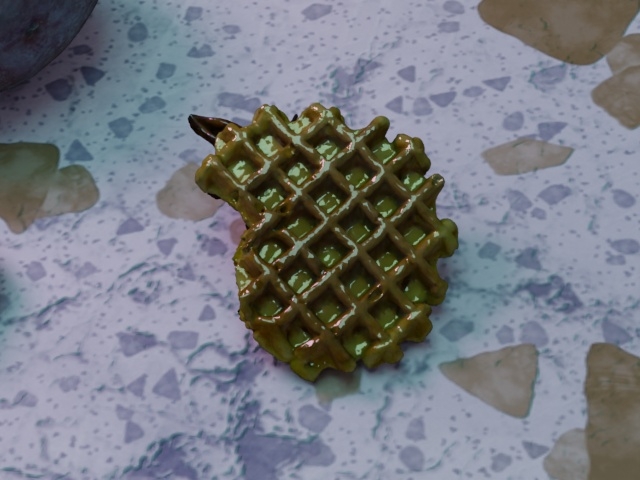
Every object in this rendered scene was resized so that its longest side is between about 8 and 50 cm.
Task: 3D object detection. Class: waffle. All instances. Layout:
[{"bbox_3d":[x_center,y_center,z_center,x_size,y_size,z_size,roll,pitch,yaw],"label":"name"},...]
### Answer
[{"bbox_3d":[0.000,0.000,1.405,0.249,0.056,0.253,14,74,-2],"label":"waffle"}]

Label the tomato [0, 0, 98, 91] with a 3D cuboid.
[{"bbox_3d":[-0.373,-0.298,1.573,0.316,0.317,0.282,-33,64,-22],"label":"tomato"}]

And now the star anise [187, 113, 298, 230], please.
[{"bbox_3d":[-0.055,-0.072,1.519,0.140,0.144,0.158,-32,95,-11],"label":"star anise"}]
